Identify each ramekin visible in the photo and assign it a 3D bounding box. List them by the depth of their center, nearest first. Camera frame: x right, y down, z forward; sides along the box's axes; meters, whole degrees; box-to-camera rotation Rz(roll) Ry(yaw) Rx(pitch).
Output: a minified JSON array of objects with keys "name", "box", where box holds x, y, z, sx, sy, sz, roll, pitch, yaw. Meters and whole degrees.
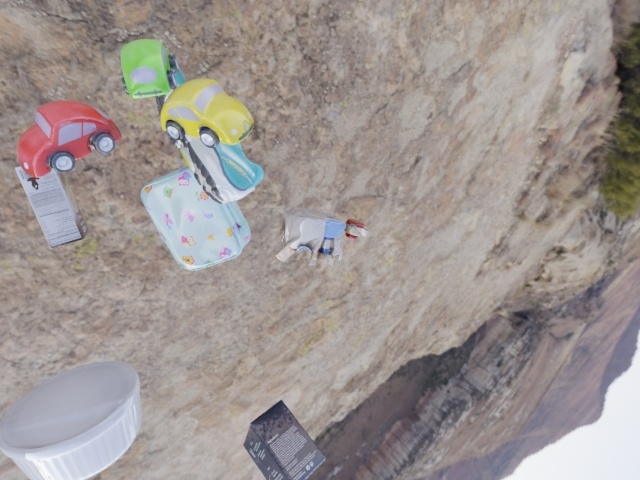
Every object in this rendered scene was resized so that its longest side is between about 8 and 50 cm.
[{"name":"ramekin","box":[-0.525,0.398,0.891,0.272,0.272,0.127,-23,115,-40]}]

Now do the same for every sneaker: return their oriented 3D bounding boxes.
[{"name":"sneaker","box":[-0.199,-0.193,0.698,0.109,0.276,0.107,-32,-179,-26]}]

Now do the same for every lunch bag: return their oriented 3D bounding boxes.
[{"name":"lunch bag","box":[-0.324,-0.063,1.107,0.223,0.108,0.279,-19,111,14]}]

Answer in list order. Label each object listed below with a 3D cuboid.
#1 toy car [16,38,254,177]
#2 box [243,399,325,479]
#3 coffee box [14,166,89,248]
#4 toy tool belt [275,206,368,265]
[{"name":"toy car","box":[-0.204,-0.174,0.460,0.238,0.225,0.053,-10,139,-6]},{"name":"box","box":[-0.086,0.470,0.910,0.093,0.158,0.156,-28,153,-36]},{"name":"coffee box","box":[-0.812,-0.115,1.244,0.098,0.141,0.247,-20,108,-19]},{"name":"toy tool belt","box":[0.000,0.000,0.389,0.083,0.052,0.051,9,107,-29]}]
